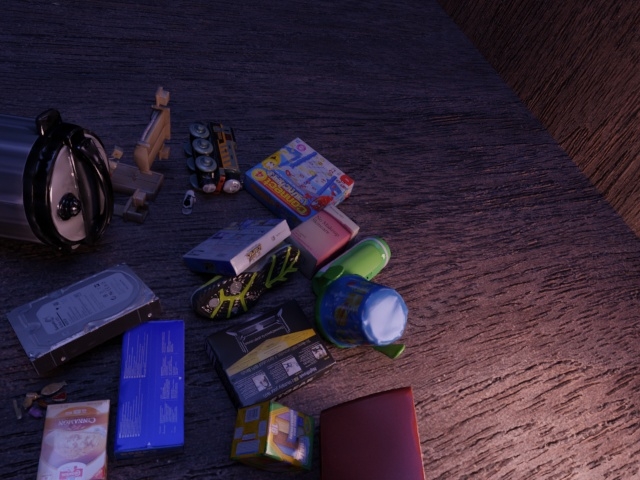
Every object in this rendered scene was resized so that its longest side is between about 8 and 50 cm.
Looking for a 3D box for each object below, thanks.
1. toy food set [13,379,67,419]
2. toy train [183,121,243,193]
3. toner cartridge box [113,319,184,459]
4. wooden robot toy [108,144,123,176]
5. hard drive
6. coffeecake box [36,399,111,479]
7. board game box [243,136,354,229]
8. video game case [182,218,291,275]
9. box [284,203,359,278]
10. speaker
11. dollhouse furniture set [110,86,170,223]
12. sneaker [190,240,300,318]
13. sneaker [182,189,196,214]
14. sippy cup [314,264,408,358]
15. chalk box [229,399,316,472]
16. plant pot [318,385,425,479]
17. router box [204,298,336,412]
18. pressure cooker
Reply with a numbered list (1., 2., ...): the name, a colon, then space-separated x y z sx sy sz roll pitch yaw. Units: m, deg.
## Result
1. toy food set: -0.704 0.410 1.222 0.122 0.019 0.078 -13 51 -36
2. toy train: -0.401 -0.315 1.820 0.190 0.142 0.334 1 52 -29
3. toner cartridge box: -0.449 0.386 1.287 0.165 0.075 0.348 0 53 -15
4. wooden robot toy: -0.717 -0.248 1.573 0.079 0.173 0.076 24 47 -36
5. hard drive: -0.648 0.197 1.328 0.339 0.064 0.237 -28 42 -32
6. coffeecake box: -0.589 0.493 1.163 0.142 0.068 0.185 0 54 -18
7. board game box: -0.081 -0.216 1.850 0.308 0.086 0.302 39 56 12
8. video game case: -0.268 0.016 1.539 0.269 0.061 0.244 2 34 45
9. box: 0.000 0.000 1.697 0.148 0.127 0.232 41 53 16
10. speaker: 0.111 0.098 1.657 0.296 0.131 0.131 -33 68 -35
11. dollhouse furniture set: -0.625 -0.287 1.578 0.174 0.355 0.303 14 51 -6
12. sneaker: -0.247 0.119 1.547 0.385 0.145 0.147 -28 35 -31
13. sneaker: -0.468 -0.144 1.718 0.040 0.044 0.109 6 50 -11
14. sippy cup: 0.134 0.218 1.447 0.305 0.224 0.240 16 80 -26
15. chalk box: -0.103 0.513 1.233 0.213 0.132 0.132 37 42 -34
16. plant pot: 0.114 0.548 1.234 0.236 0.267 0.267 0 52 -2
17. router box: -0.148 0.337 1.416 0.309 0.081 0.243 -20 61 -29
18. pressure cooker: -0.811 -0.165 1.394 0.420 0.370 0.375 8 78 2
